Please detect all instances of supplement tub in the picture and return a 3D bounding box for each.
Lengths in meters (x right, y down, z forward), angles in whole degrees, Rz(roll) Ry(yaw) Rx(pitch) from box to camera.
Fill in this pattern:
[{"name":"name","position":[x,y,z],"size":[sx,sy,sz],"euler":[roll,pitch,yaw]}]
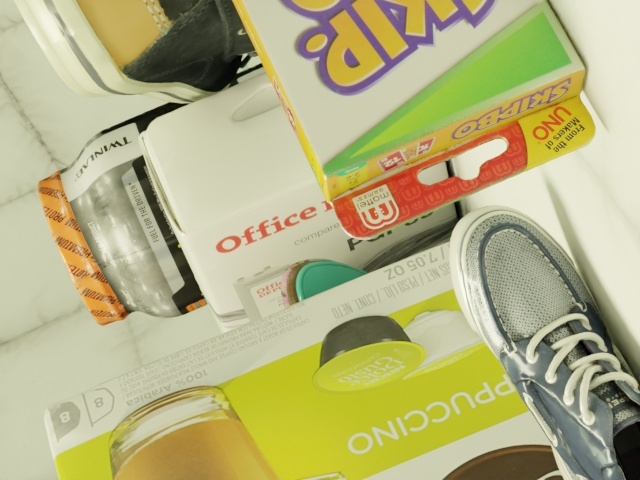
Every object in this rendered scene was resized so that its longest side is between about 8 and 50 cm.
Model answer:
[{"name":"supplement tub","position":[-0.093,-0.049,1.335],"size":[0.193,0.316,0.194],"euler":[157,90,-86]}]

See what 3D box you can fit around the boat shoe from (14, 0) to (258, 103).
[{"name":"boat shoe","position":[-0.089,-0.205,1.025],"size":[0.187,0.156,0.500],"euler":[62,-171,-7]}]

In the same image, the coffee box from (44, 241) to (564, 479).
[{"name":"coffee box","position":[0.056,0.264,0.950],"size":[0.338,0.337,0.334],"euler":[72,174,-45]}]

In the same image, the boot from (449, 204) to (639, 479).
[{"name":"boot","position":[0.137,0.065,0.738],"size":[0.190,0.069,0.086],"euler":[59,171,-7]}]

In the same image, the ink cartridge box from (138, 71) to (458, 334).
[{"name":"ink cartridge box","position":[0.000,0.000,1.119],"size":[0.283,0.207,0.117],"euler":[70,175,-52]}]

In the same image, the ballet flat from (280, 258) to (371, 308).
[{"name":"ballet flat","position":[0.043,0.067,1.071],"size":[0.079,0.221,0.077],"euler":[-18,66,48]}]

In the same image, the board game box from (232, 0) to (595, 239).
[{"name":"board game box","position":[0.017,-0.134,0.646],"size":[0.039,0.124,0.259],"euler":[78,168,-71]}]
